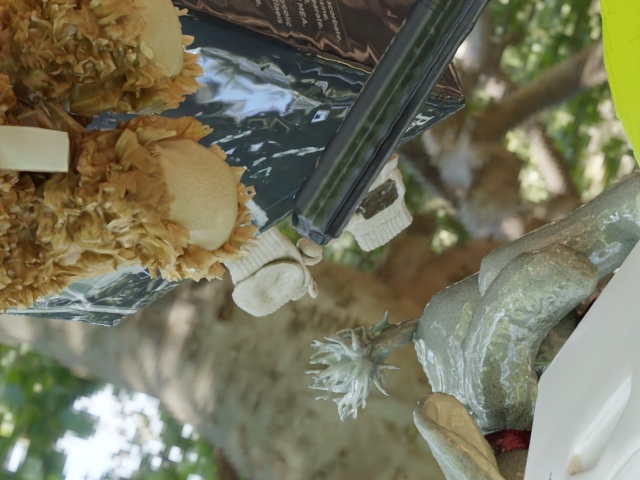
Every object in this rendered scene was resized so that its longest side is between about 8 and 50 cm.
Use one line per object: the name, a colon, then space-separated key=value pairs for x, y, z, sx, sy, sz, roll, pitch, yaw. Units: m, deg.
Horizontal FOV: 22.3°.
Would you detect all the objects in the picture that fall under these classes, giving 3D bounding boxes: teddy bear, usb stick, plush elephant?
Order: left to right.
teddy bear: x=-0.193 y=-0.029 z=0.726 sx=0.338 sy=0.245 sz=0.113 roll=-31 pitch=178 yaw=-27
usb stick: x=0.061 y=-0.122 z=1.191 sx=0.045 sy=0.278 sz=0.077 roll=28 pitch=-163 yaw=-14
plush elephant: x=0.168 y=0.143 z=1.166 sx=0.330 sy=0.255 sz=0.272 roll=-18 pitch=151 yaw=4

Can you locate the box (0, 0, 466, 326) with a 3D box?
box: x=-0.224 y=-0.164 z=1.387 sx=0.471 sy=0.480 sz=0.297 roll=8 pitch=-122 yaw=-51

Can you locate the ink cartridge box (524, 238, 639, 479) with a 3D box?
ink cartridge box: x=0.244 y=0.088 z=0.647 sx=0.283 sy=0.207 sz=0.117 roll=16 pitch=-127 yaw=-6

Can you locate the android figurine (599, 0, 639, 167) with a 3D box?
android figurine: x=0.228 y=-0.110 z=0.902 sx=0.056 sy=0.248 sz=0.273 roll=-12 pitch=176 yaw=-12

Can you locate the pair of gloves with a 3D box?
pair of gloves: x=0.000 y=0.000 z=1.866 sx=0.042 sy=0.240 sz=0.204 roll=55 pitch=173 yaw=28
